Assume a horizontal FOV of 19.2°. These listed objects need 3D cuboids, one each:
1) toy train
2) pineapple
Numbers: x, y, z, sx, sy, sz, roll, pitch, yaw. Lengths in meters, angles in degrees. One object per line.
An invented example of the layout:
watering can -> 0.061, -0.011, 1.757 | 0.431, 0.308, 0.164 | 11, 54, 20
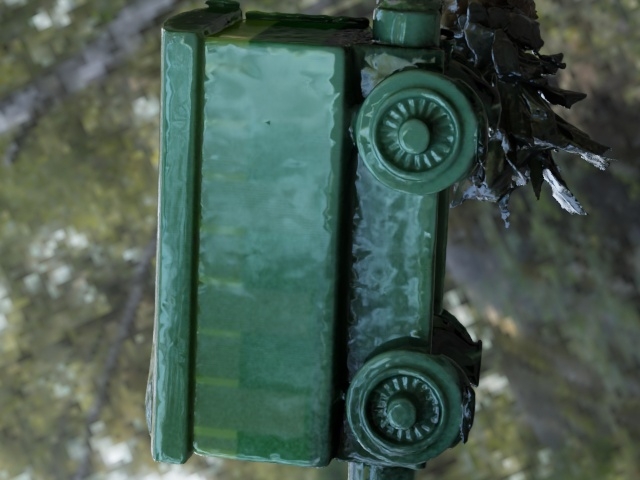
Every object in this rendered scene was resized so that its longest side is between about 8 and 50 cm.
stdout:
toy train -> 0.000, 0.000, 1.101 | 0.120, 0.202, 0.300 | -50, -36, -72
pineapple -> 0.149, -0.161, 1.750 | 0.165, 0.165, 0.364 | 63, -171, -47
